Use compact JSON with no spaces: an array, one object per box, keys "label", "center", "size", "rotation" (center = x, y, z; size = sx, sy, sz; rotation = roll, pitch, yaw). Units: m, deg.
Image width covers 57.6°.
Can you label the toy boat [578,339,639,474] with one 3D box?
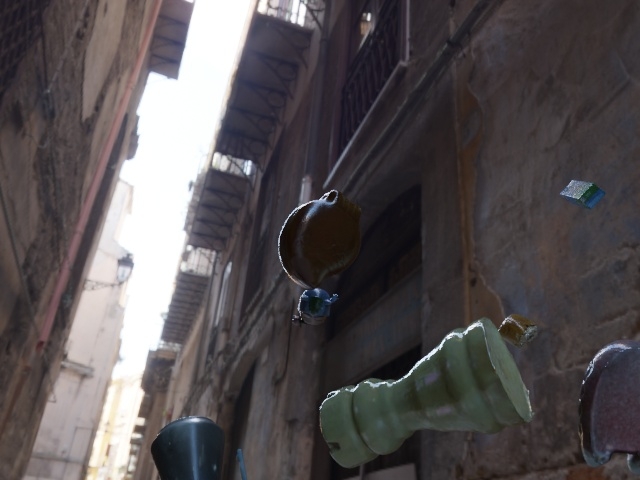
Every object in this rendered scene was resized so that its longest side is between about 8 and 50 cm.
[{"label":"toy boat","center":[0.527,0.287,1.025],"size":[0.155,0.227,0.085],"rotation":[10,-5,-1]}]

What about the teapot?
[{"label":"teapot","center":[-0.272,0.529,1.310],"size":[0.203,0.225,0.171],"rotation":[-8,-46,-14]}]

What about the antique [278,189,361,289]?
[{"label":"antique","center":[0.000,0.000,1.606],"size":[0.223,0.278,0.129],"rotation":[30,-16,-21]}]

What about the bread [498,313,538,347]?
[{"label":"bread","center":[0.668,0.299,1.961],"size":[0.125,0.106,0.082],"rotation":[-22,-41,-40]}]

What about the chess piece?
[{"label":"chess piece","center":[0.218,0.362,1.305],"size":[0.442,0.234,0.234],"rotation":[-28,-40,21]}]

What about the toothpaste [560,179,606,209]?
[{"label":"toothpaste","center":[0.799,-0.144,1.779],"size":[0.050,0.266,0.065],"rotation":[43,-77,3]}]

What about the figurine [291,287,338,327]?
[{"label":"figurine","center":[-0.022,0.212,1.832],"size":[0.114,0.144,0.178],"rotation":[23,7,-4]}]
